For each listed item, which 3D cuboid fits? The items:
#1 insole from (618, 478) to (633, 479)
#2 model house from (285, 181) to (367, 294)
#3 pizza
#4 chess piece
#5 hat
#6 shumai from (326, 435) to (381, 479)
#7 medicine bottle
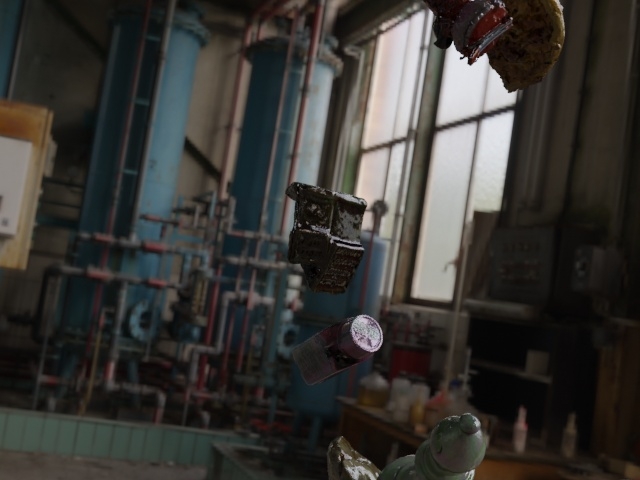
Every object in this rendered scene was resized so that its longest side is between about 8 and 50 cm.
[{"bbox_3d":[0.634,0.497,1.742,0.065,0.004,0.197,-35,33,-27],"label":"insole"},{"bbox_3d":[-0.005,-0.001,1.321,0.106,0.152,0.165,2,-6,42],"label":"model house"},{"bbox_3d":[0.417,-0.409,1.914,0.161,0.085,0.305,24,-25,11],"label":"pizza"},{"bbox_3d":[0.157,0.298,1.204,0.139,0.139,0.271,9,-41,-5],"label":"chess piece"},{"bbox_3d":[0.248,-0.432,1.774,0.227,0.140,0.129,39,-2,28],"label":"hat"},{"bbox_3d":[0.078,0.390,1.399,0.120,0.201,0.201,-10,-4,-2],"label":"shumai"},{"bbox_3d":[0.040,0.218,1.884,0.119,0.094,0.188,-18,-12,-39],"label":"medicine bottle"}]
